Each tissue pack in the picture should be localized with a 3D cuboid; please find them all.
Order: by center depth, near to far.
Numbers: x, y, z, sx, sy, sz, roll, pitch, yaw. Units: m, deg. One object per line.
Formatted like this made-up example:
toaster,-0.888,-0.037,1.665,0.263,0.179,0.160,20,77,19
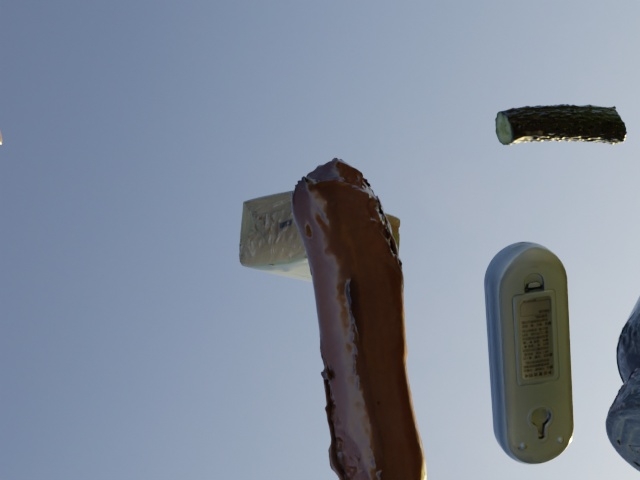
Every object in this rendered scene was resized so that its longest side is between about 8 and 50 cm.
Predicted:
tissue pack,0.000,0.000,1.789,0.234,0.159,0.125,16,-110,-47

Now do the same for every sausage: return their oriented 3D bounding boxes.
sausage,0.036,0.090,0.780,0.078,0.078,0.305,-2,-101,-52

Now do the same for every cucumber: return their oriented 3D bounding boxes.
cucumber,0.331,-0.160,1.500,0.187,0.058,0.058,-2,-73,-18

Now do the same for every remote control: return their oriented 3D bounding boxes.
remote control,0.221,0.122,1.140,0.087,0.047,0.244,-9,-76,-11

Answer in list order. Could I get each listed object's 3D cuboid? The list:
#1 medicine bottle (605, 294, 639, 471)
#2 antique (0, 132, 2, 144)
medicine bottle,0.336,0.064,0.899,0.293,0.141,0.141,-51,-42,-34
antique,-0.498,-0.092,1.201,0.223,0.278,0.129,-50,-34,-77
